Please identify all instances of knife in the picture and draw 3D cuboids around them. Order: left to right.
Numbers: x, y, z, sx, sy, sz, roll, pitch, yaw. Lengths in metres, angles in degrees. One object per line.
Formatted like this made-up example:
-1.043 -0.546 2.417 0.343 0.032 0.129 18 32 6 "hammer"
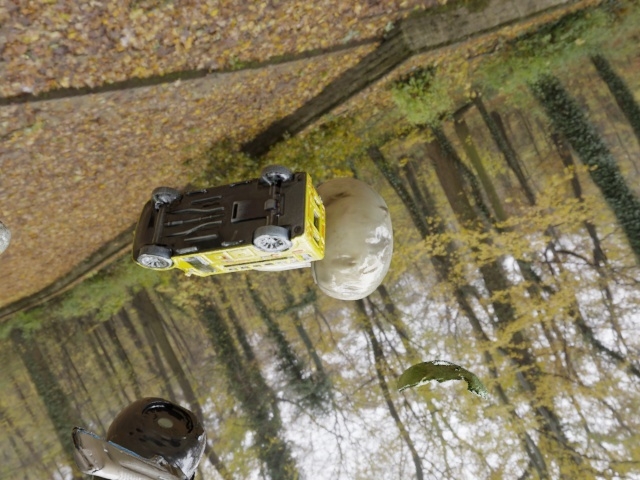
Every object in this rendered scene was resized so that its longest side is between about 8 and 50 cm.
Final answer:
-0.277 0.343 0.694 0.043 0.089 0.365 -45 155 -21 "knife"

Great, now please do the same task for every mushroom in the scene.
0.000 0.000 1.097 0.337 0.313 0.314 -1 179 -10 "mushroom"

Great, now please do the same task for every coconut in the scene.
0.220 0.251 0.858 0.158 0.055 0.133 0 -177 3 "coconut"

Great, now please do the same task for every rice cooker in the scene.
-0.424 0.541 1.176 0.224 0.267 0.267 -63 -179 4 "rice cooker"

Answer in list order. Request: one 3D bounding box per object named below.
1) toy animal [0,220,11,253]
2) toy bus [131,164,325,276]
-0.599 -0.004 0.779 0.137 0.098 0.098 -25 -177 -6 "toy animal"
-0.163 -0.019 0.827 0.331 0.144 0.152 -8 151 17 "toy bus"
